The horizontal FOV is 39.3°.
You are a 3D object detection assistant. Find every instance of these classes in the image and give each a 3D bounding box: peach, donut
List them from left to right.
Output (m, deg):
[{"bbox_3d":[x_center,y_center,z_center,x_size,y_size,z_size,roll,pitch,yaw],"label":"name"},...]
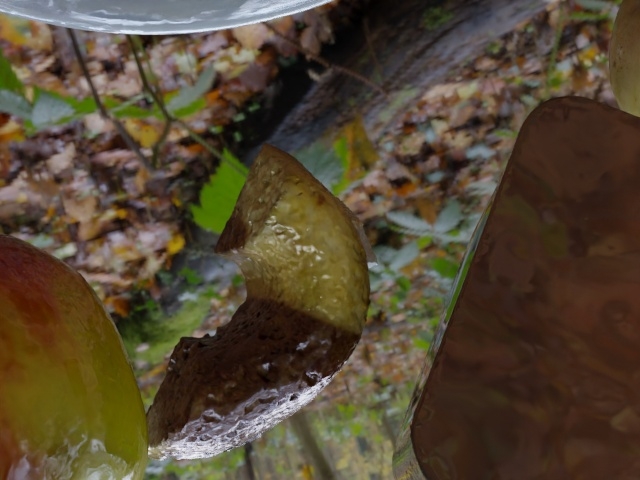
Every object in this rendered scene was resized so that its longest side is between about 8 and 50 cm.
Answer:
[{"bbox_3d":[-0.219,0.109,0.540,0.231,0.230,0.231,-18,169,-4],"label":"peach"},{"bbox_3d":[-0.032,0.073,0.757,0.151,0.294,0.112,25,173,-11],"label":"donut"}]

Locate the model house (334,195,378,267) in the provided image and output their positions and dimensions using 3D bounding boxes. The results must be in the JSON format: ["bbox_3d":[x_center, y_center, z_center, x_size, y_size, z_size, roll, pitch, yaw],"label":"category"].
[{"bbox_3d":[0.000,0.000,1.068,0.101,0.100,0.088,-24,171,19],"label":"model house"}]

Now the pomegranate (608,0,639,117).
[{"bbox_3d":[0.565,-0.287,1.298,0.319,0.319,0.319,-18,169,-4],"label":"pomegranate"}]

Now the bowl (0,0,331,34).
[{"bbox_3d":[-0.062,-0.248,0.332,0.346,0.157,0.345,-8,151,-5],"label":"bowl"}]

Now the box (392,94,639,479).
[{"bbox_3d":[0.216,0.097,0.762,0.240,0.339,0.229,22,160,4],"label":"box"}]
